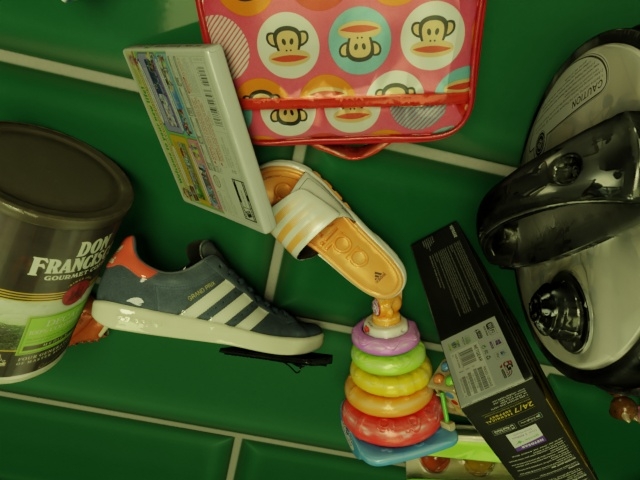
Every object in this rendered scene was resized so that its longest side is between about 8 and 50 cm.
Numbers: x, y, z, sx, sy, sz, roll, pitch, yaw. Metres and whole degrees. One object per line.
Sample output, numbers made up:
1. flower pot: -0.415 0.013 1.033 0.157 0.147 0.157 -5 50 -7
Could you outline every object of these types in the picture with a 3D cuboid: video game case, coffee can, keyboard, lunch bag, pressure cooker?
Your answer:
1. video game case: -0.143 -0.122 0.605 0.193 0.023 0.213 20 136 43
2. coffee can: -0.388 0.017 0.660 0.201 0.202 0.275 27 115 -14
3. keyboard: -0.065 0.193 0.811 0.191 0.100 0.038 -1 84 37
4. lunch bag: 0.023 -0.208 0.564 0.292 0.120 0.258 -1 127 6
5. pressure cooker: 0.379 -0.024 0.506 0.419 0.376 0.370 3 126 0

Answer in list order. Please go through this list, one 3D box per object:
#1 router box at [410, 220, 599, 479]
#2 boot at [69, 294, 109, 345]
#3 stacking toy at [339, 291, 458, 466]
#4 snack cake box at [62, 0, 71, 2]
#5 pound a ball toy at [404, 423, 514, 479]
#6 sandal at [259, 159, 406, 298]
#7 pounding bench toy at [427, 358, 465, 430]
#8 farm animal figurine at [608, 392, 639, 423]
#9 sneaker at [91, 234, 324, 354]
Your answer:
1. router box: 0.230 0.151 0.664 0.081 0.309 0.243 -29 118 16
2. boot: -0.404 0.155 0.853 0.084 0.059 0.158 33 118 -23
3. stacking toy: 0.107 0.175 0.792 0.165 0.175 0.302 -9 109 -11
4. snack cake box: -0.213 -0.381 0.474 0.264 0.089 0.152 -37 112 23
5. pound a ball toy: 0.257 0.435 0.904 0.318 0.135 0.208 -5 80 19
6. sandal: 0.007 -0.007 0.684 0.265 0.076 0.102 38 116 -2
7. pounding bench toy: 0.189 0.221 0.734 0.052 0.083 0.065 -9 122 55
8. farm animal figurine: 0.618 0.235 0.780 0.330 0.172 0.327 26 121 -13
9. sneaker: -0.141 0.080 0.760 0.349 0.148 0.131 16 167 -29
